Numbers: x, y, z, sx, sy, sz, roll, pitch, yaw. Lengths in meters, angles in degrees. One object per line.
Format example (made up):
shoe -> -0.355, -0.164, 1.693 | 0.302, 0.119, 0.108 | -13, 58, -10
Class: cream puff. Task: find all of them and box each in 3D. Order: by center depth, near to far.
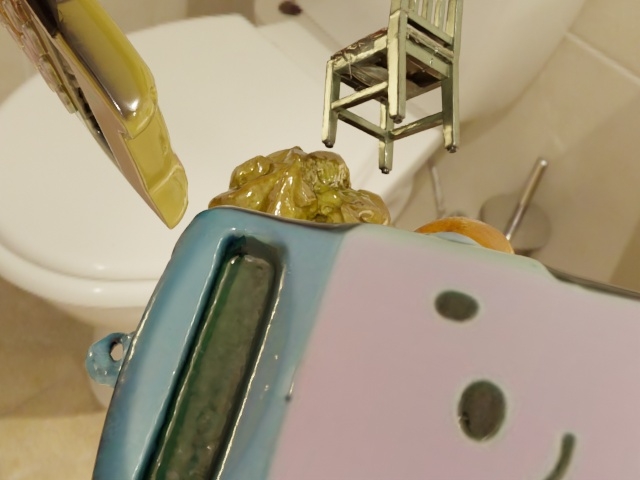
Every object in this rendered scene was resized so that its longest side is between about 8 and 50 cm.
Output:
cream puff -> 0.001, 0.001, 1.300 | 0.291, 0.257, 0.324 | -26, 77, -37

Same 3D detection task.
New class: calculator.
calculator -> 0.042, 0.078, 0.353 | 0.293, 0.051, 0.173 | 13, 68, 11
calculator -> -0.148, -0.118, 0.476 | 0.033, 0.157, 0.236 | -39, 73, -13

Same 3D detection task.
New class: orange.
orange -> 0.164, 0.047, 1.079 | 0.159, 0.136, 0.159 | -16, 27, 8

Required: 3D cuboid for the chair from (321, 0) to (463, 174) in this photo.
chair -> 0.101, -0.248, 1.217 | 0.136, 0.147, 0.270 | 19, 66, -41
